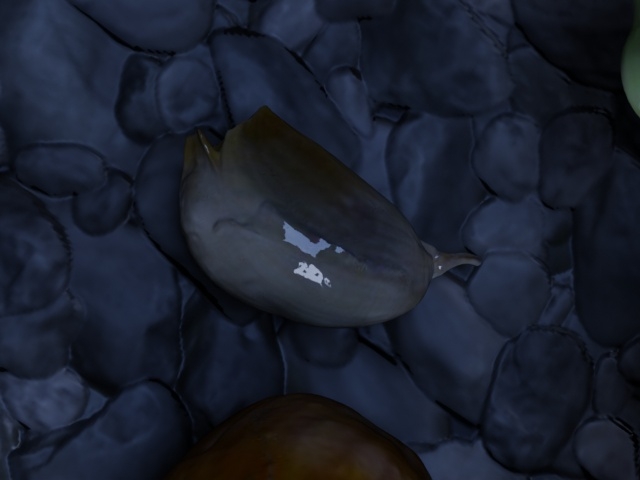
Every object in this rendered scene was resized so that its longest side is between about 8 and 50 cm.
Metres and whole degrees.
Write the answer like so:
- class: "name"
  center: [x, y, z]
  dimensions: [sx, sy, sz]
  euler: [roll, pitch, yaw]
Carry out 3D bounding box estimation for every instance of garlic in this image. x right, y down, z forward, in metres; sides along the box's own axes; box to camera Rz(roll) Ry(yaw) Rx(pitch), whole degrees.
- class: "garlic"
  center: [0.002, 0.000, 0.653]
  dimensions: [0.152, 0.066, 0.084]
  euler: [33, 74, -10]

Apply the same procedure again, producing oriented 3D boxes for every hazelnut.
- class: "hazelnut"
  center: [-0.006, 0.142, 0.614]
  dimensions: [0.150, 0.150, 0.150]
  euler: [2, 84, -18]

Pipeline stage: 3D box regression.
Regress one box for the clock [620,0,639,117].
- class: "clock"
  center: [0.218, -0.198, 0.527]
  dimensions: [0.117, 0.286, 0.348]
  euler: [-54, 130, -43]
